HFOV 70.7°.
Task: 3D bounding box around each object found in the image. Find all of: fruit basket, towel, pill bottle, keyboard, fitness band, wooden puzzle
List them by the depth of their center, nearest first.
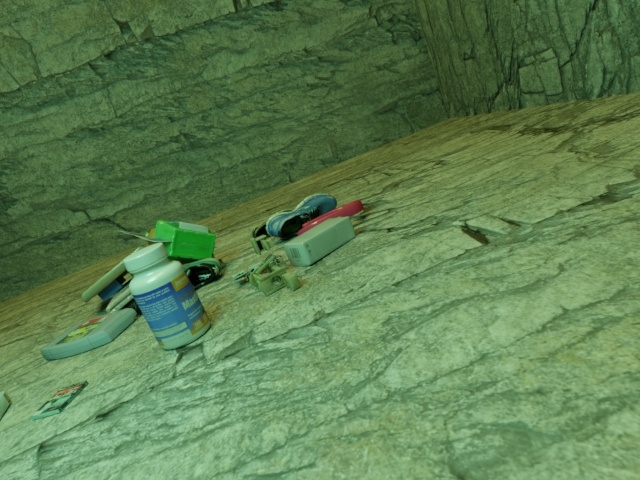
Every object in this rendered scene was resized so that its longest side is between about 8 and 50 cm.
[{"bbox_3d":[-0.428,0.150,1.247,0.153,0.271,0.152,-20,15,6],"label":"pill bottle"},{"bbox_3d":[-0.640,0.206,1.659,0.192,0.038,0.100,-39,45,6],"label":"keyboard"},{"bbox_3d":[0.037,-0.081,1.773,0.291,0.054,0.209,-28,6,-24],"label":"fitness band"},{"bbox_3d":[-0.606,-0.012,1.862,0.327,0.165,0.353,10,5,-44],"label":"fruit basket"},{"bbox_3d":[-0.763,0.159,1.949,0.317,0.053,0.332,-41,15,-2],"label":"towel"},{"bbox_3d":[-0.868,0.153,1.981,0.322,0.080,0.348,-43,10,-15],"label":"wooden puzzle"}]

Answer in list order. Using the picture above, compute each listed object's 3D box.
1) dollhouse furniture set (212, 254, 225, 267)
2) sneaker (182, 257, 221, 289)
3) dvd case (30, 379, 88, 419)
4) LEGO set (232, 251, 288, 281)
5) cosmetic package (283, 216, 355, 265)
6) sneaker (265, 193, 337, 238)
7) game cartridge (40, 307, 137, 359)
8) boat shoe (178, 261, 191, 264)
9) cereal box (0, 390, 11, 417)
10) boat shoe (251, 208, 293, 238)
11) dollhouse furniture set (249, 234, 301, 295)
[{"bbox_3d":[-0.457,0.106,1.922,0.076,0.058,0.152,-19,33,-21],"label":"dollhouse furniture set"},{"bbox_3d":[-0.531,0.146,1.718,0.303,0.108,0.121,-20,11,-1],"label":"sneaker"},{"bbox_3d":[-0.673,0.412,1.169,0.087,0.013,0.119,-18,14,12],"label":"dvd case"},{"bbox_3d":[-0.217,0.107,1.586,0.183,0.060,0.244,-28,7,-11],"label":"LEGO set"},{"bbox_3d":[0.000,0.000,1.553,0.231,0.085,0.117,-29,16,-34],"label":"cosmetic package"},{"bbox_3d":[-0.062,-0.090,1.931,0.330,0.129,0.147,-30,31,-18],"label":"sneaker"},{"bbox_3d":[-0.815,0.330,1.578,0.295,0.060,0.196,-18,19,16],"label":"game cartridge"},{"bbox_3d":[-0.608,0.120,1.992,0.228,0.080,0.076,-44,-4,-32],"label":"boat shoe"},{"bbox_3d":[-0.929,0.496,1.161,0.173,0.047,0.240,-25,15,-13],"label":"cereal box"},{"bbox_3d":[-0.214,-0.071,2.110,0.228,0.081,0.069,-32,20,-12],"label":"boat shoe"},{"bbox_3d":[-0.163,0.076,1.357,0.101,0.160,0.182,-27,15,-19],"label":"dollhouse furniture set"}]
